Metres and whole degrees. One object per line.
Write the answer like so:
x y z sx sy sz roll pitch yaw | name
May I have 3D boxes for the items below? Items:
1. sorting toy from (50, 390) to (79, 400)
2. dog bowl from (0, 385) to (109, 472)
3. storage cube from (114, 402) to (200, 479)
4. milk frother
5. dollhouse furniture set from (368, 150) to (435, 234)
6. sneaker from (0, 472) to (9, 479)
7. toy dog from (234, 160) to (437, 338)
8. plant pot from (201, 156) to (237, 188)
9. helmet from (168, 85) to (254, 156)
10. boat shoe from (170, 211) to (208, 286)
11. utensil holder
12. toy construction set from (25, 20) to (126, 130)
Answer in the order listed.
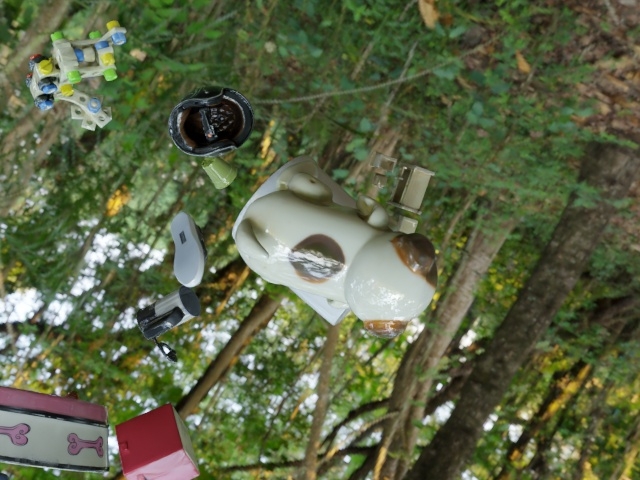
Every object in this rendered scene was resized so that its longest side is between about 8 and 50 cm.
-0.683 0.421 1.831 0.102 0.061 0.042 0 -136 8 | sorting toy
-0.671 0.424 1.570 0.408 0.150 0.408 8 161 3 | dog bowl
-0.518 0.665 2.188 0.215 0.193 0.183 -119 11 -45 | storage cube
-0.350 0.207 1.666 0.143 0.135 0.129 50 -159 -34 | milk frother
0.167 -0.113 1.718 0.161 0.182 0.101 17 -174 -23 | dollhouse furniture set
-0.415 0.359 0.844 0.059 0.144 0.053 13 168 37 | sneaker
0.055 0.022 1.456 0.408 0.284 0.395 26 -175 17 | toy dog
-0.289 -0.201 1.933 0.083 0.083 0.079 35 172 49 | plant pot
-0.236 -0.261 1.508 0.169 0.169 0.161 31 -153 7 | helmet
-0.303 0.029 1.632 0.076 0.080 0.228 41 -164 -44 | boat shoe
0.000 0.000 1.954 0.385 0.327 0.327 41 -174 9 | utensil holder
-0.596 -0.400 1.692 0.151 0.215 0.327 59 150 13 | toy construction set
